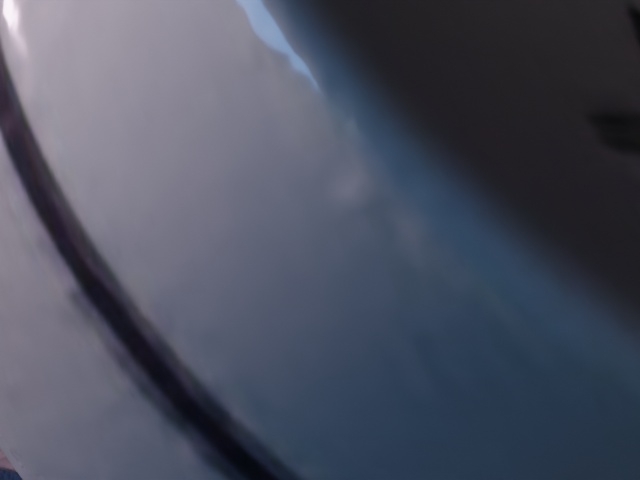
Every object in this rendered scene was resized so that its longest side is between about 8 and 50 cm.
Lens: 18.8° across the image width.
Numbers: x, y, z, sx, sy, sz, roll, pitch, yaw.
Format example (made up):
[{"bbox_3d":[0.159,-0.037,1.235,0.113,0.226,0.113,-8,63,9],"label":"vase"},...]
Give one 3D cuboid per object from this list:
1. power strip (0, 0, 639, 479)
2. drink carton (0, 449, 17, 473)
[{"bbox_3d":[0.064,-0.051,0.510,0.161,0.357,0.357,-49,37,44],"label":"power strip"},{"bbox_3d":[-0.283,0.014,1.230,0.194,0.324,0.132,-59,27,31],"label":"drink carton"}]
